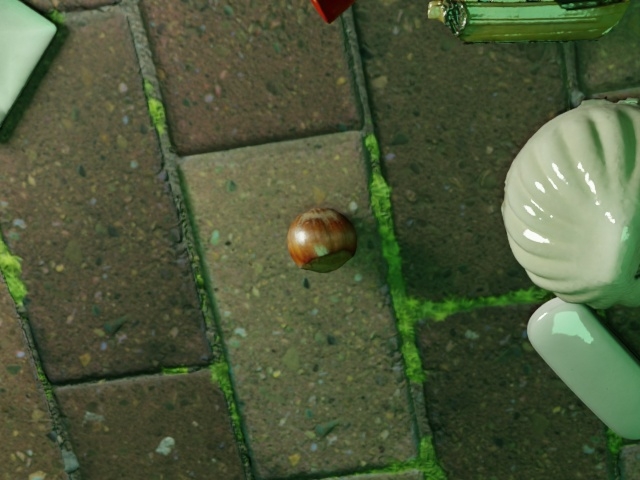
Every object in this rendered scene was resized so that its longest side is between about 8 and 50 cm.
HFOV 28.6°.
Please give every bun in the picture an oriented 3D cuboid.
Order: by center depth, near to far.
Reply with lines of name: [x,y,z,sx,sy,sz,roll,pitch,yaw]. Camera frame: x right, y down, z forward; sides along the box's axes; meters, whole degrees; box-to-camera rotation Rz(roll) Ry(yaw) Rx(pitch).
bun: [0.345,-0.018,1.475,0.263,0.175,0.263,2,117,3]

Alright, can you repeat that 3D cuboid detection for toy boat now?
toy boat: [0.235,-0.269,1.424,0.226,0.068,0.088,-1,109,5]

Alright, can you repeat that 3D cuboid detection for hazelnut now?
hazelnut: [0.000,0.000,1.565,0.086,0.086,0.086,2,115,4]

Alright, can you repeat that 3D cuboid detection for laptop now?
laptop: [-0.471,-0.258,1.509,0.269,0.015,0.187,33,113,-11]

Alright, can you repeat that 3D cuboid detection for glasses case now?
glasses case: [0.361,0.165,1.618,0.233,0.059,0.092,43,112,-15]

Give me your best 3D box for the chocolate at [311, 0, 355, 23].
chocolate: [-0.028,-0.378,1.283,0.108,0.235,0.237,-27,127,3]
